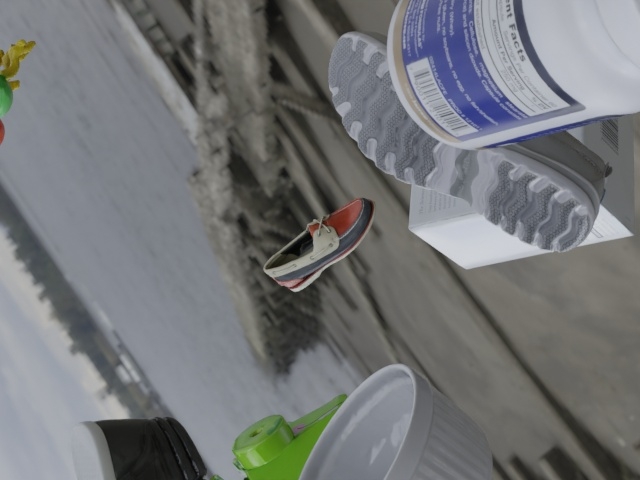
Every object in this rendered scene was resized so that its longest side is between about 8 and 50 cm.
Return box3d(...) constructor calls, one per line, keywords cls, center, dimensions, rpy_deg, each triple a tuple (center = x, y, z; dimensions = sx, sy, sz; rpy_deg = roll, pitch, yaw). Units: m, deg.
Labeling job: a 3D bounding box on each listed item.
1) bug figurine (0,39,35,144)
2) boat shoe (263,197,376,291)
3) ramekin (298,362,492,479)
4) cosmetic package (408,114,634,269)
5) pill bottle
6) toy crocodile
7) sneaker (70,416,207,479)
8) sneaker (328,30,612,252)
box3d(cls="bug figurine", center=(-0.332, -0.075, 0.889), dimensions=(0.216, 0.279, 0.072), rpy_deg=(-21, 86, 54))
box3d(cls="boat shoe", center=(0.000, 0.000, 1.243), dimensions=(0.043, 0.137, 0.049), rpy_deg=(34, -152, -30))
box3d(cls="ramekin", center=(0.068, 0.230, 1.131), dimensions=(0.109, 0.207, 0.207), rpy_deg=(34, 174, -14))
box3d(cls="cosmetic package", center=(0.235, -0.108, 1.402), dimensions=(0.224, 0.224, 0.138), rpy_deg=(-12, 149, 35))
box3d(cls="pill bottle", center=(0.176, -0.156, 0.865), dimensions=(0.153, 0.153, 0.264), rpy_deg=(58, 154, -12))
box3d(cls="toy crocodile", center=(-0.094, 0.284, 1.274), dimensions=(0.115, 0.340, 0.105), rpy_deg=(56, 166, -15))
box3d(cls="sneaker", center=(-0.192, 0.343, 1.422), dimensions=(0.104, 0.147, 0.296), rpy_deg=(-12, 90, 54))
box3d(cls="sneaker", center=(0.131, -0.098, 1.078), dimensions=(0.281, 0.115, 0.105), rpy_deg=(37, 134, 10))
